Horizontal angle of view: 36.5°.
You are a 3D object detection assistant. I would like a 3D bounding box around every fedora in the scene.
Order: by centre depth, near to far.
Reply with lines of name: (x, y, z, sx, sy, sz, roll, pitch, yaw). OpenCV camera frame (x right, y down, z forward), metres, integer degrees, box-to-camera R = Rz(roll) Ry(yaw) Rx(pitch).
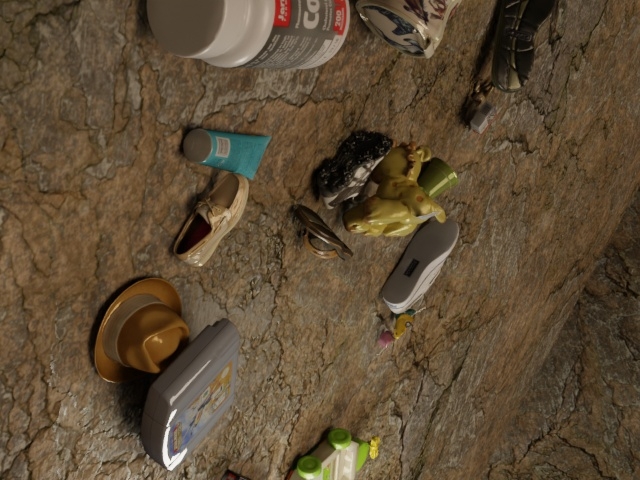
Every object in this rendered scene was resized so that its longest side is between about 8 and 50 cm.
fedora: (-0.264, 0.152, 1.513, 0.194, 0.079, 0.194, -38, 140, -41)

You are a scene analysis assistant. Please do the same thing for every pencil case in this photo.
pencil case: (0.228, -0.513, 1.747, 0.410, 0.183, 0.160, -57, 150, -15)

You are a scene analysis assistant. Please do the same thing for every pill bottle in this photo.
pill bottle: (-0.096, -0.322, 1.362, 0.283, 0.161, 0.161, -14, 123, -56)

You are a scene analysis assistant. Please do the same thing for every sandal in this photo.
sandal: (0.000, 0.000, 1.864, 0.060, 0.090, 0.219, -43, 157, 2)
sandal: (0.450, -0.487, 2.236, 0.086, 0.120, 0.303, -169, -83, -80)

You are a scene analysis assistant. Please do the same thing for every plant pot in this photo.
plant pot: (0.254, -0.131, 2.186, 0.079, 0.083, 0.083, -44, 146, -15)

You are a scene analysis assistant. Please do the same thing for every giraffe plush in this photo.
giraffe plush: (0.148, -0.111, 1.953, 0.181, 0.210, 0.171, 10, 69, -50)

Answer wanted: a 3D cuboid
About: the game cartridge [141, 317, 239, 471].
game cartridge: (-0.218, 0.272, 1.626, 0.198, 0.062, 0.297, -52, 165, -32)

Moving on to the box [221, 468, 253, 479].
box: (-0.164, 0.551, 2.015, 0.114, 0.036, 0.207, -60, 151, -12)

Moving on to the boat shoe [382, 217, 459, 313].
boat shoe: (0.237, 0.060, 2.288, 0.258, 0.095, 0.084, -48, 152, -12)

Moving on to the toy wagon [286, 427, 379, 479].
toy wagon: (0.021, 0.569, 2.309, 0.344, 0.068, 0.267, -34, 138, -45)

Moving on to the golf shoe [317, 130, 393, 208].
golf shoe: (0.063, -0.137, 1.870, 0.198, 0.077, 0.094, -39, 152, -30)

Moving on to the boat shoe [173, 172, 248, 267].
boat shoe: (-0.174, -0.036, 1.536, 0.170, 0.063, 0.059, -60, 150, 2)

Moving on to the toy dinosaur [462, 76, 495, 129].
toy dinosaur: (0.379, -0.345, 2.274, 0.183, 0.053, 0.093, -48, 163, -17)

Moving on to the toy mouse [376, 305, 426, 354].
toy mouse: (0.179, 0.205, 2.319, 0.161, 0.031, 0.143, -50, -178, -2)

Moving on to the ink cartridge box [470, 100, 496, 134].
ink cartridge box: (0.382, -0.281, 2.268, 0.063, 0.029, 0.115, -53, 164, 2)

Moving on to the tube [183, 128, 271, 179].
tube: (-0.140, -0.140, 1.544, 0.080, 0.052, 0.207, -61, 158, 11)
